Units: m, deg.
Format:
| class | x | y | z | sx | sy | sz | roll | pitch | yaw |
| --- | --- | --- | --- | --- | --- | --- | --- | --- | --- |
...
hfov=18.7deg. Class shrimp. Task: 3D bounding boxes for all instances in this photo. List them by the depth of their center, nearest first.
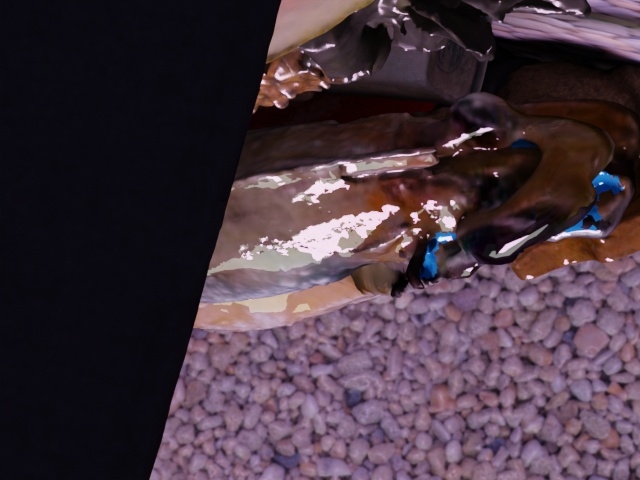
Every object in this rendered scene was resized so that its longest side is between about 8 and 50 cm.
| class | x | y | z | sx | sy | sz | roll | pitch | yaw |
| --- | --- | --- | --- | --- | --- | --- | --- | --- | --- |
| shrimp | 0.000 | 0.000 | 1.159 | 0.221 | 0.110 | 0.446 | 22 | 157 | -39 |

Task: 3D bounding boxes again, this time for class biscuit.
| class | x | y | z | sx | sy | sz | roll | pitch | yaw |
| --- | --- | --- | --- | --- | --- | --- | --- | --- | --- |
| biscuit | 0.215 | -0.031 | 1.247 | 0.215 | 0.034 | 0.182 | -24 | -172 | -13 |

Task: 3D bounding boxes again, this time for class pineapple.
| class | x | y | z | sx | sy | sz | roll | pitch | yaw |
| --- | --- | --- | --- | --- | --- | --- | --- | --- | --- |
| pineapple | 0.013 | -0.113 | 0.825 | 0.125 | 0.125 | 0.251 | 14 | 169 | -41 |

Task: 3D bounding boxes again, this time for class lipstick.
| class | x | y | z | sx | sy | sz | roll | pitch | yaw |
| --- | --- | --- | --- | --- | --- | --- | --- | --- | --- |
| lipstick | -0.022 | -0.122 | 1.149 | 0.253 | 0.077 | 0.079 | 7 | 177 | 36 |

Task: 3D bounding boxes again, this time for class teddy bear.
| class | x | y | z | sx | sy | sz | roll | pitch | yaw |
| --- | --- | --- | --- | --- | --- | --- | --- | --- | --- |
| teddy bear | 0.105 | -0.071 | 1.260 | 0.129 | 0.182 | 0.251 | 54 | 150 | -13 |

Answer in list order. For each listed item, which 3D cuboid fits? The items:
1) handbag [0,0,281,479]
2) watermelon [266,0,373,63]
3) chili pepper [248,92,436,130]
| class | x | y | z | sx | sy | sz | roll | pitch | yaw |
| --- | --- | --- | --- | --- | --- | --- | --- | --- | --- |
| handbag | -0.165 | -0.043 | 0.369 | 0.303 | 0.329 | 0.122 | 14 | -177 | -5 |
| watermelon | -0.087 | -0.150 | 0.633 | 0.303 | 0.159 | 0.128 | 16 | -144 | -43 |
| chili pepper | -0.021 | -0.089 | 1.242 | 0.144 | 0.136 | 0.253 | -33 | -156 | -35 |
